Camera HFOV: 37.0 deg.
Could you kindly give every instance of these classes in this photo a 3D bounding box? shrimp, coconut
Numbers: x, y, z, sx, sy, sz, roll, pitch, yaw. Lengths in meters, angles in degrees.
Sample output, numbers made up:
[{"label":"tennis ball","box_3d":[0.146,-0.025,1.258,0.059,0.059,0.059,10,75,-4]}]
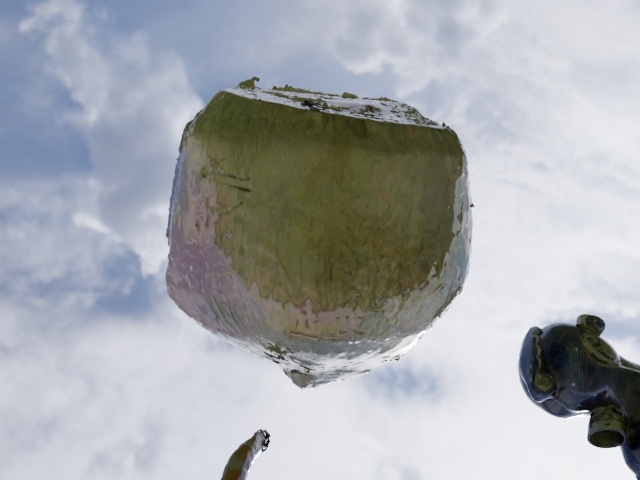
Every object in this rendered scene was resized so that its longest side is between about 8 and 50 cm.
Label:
[{"label":"shrimp","box_3d":[-0.110,0.370,1.427,0.049,0.161,0.166,4,-139,22]},{"label":"coconut","box_3d":[0.000,0.000,1.182,0.405,0.404,0.404,7,-134,-7]}]

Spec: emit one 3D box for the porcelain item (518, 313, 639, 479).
[{"label":"porcelain item","box_3d":[0.412,0.234,1.371,0.288,0.138,0.186,28,-136,-13]}]
